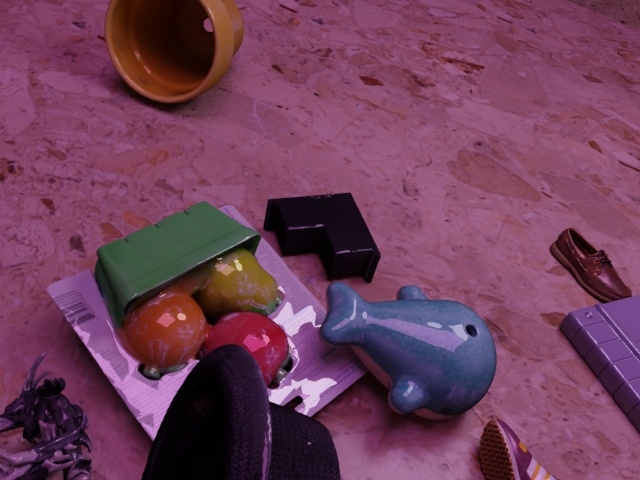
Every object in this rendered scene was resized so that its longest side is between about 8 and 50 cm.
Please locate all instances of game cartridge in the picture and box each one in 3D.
[{"bbox_3d":[0.620,0.186,1.142,0.354,0.068,0.230,-9,45,-24],"label":"game cartridge"}]

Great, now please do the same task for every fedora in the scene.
[{"bbox_3d":[-0.081,0.278,0.680,0.152,0.334,0.334,17,40,-24],"label":"fedora"}]

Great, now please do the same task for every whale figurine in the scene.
[{"bbox_3d":[0.133,0.139,0.949,0.272,0.141,0.216,28,46,-15],"label":"whale figurine"}]

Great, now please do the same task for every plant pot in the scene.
[{"bbox_3d":[-0.281,-0.440,1.404,0.253,0.254,0.239,22,29,7],"label":"plant pot"}]

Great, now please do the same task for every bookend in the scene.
[{"bbox_3d":[0.000,0.000,1.143,0.156,0.072,0.157,-7,48,-20],"label":"bookend"}]

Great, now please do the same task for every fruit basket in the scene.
[{"bbox_3d":[-0.149,0.131,0.942,0.327,0.165,0.353,-30,75,-37],"label":"fruit basket"}]

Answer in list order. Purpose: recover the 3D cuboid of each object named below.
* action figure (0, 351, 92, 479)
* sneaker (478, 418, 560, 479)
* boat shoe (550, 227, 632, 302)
[{"bbox_3d":[-0.312,0.261,0.730,0.140,0.164,0.276,-11,55,-35],"label":"action figure"},{"bbox_3d":[0.284,0.329,0.901,0.083,0.070,0.186,2,51,-27],"label":"sneaker"},{"bbox_3d":[0.512,0.047,1.248,0.064,0.060,0.178,-18,53,-30],"label":"boat shoe"}]
